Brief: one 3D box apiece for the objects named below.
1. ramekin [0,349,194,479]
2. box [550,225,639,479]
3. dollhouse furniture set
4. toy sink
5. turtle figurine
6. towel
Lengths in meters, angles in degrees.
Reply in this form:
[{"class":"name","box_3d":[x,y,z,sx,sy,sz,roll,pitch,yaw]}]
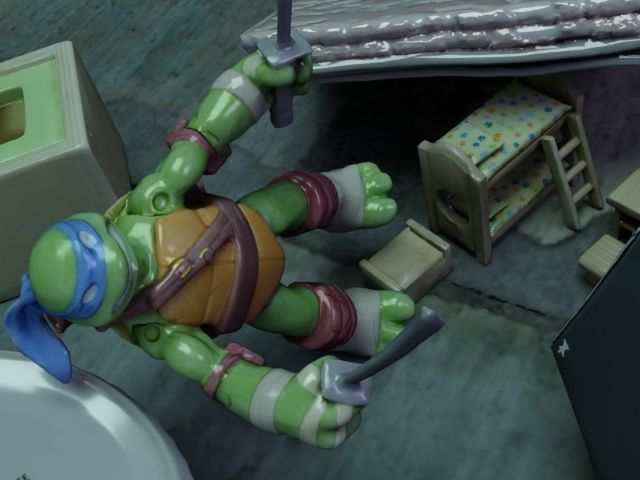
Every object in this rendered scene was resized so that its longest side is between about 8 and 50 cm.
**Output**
[{"class":"ramekin","box_3d":[-0.177,0.175,0.416,0.272,0.127,0.273,9,40,-8]},{"class":"box","box_3d":[0.236,0.128,0.368,0.184,0.103,0.261,8,42,-13]},{"class":"dollhouse furniture set","box_3d":[0.141,-0.014,0.574,0.182,0.101,0.161,-39,52,-19]},{"class":"toy sink","box_3d":[-0.287,-0.046,0.693,0.234,0.131,0.153,-20,48,-2]},{"class":"turtle figurine","box_3d":[0.000,0.000,0.460,0.275,0.266,0.198,-46,70,18]},{"class":"towel","box_3d":[0.131,-0.189,0.686,0.331,0.054,0.317,-1,24,13]}]
